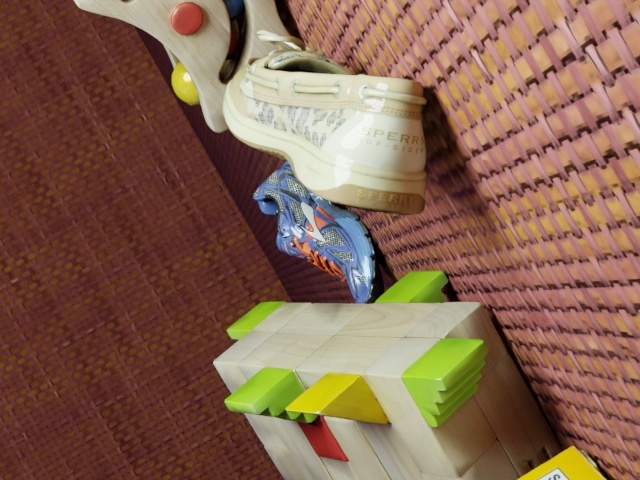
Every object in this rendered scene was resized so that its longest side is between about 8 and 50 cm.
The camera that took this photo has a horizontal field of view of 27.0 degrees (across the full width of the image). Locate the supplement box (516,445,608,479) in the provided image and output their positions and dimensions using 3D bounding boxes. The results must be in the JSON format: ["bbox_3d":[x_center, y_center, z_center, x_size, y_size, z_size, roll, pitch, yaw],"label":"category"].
[{"bbox_3d":[0.101,0.339,0.900,0.195,0.356,0.194,63,174,-24],"label":"supplement box"}]

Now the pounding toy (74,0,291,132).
[{"bbox_3d":[-0.115,-0.199,1.080,0.155,0.154,0.269,48,165,51],"label":"pounding toy"}]

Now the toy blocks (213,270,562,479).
[{"bbox_3d":[0.073,0.186,1.141,0.381,0.191,0.261,-4,120,57],"label":"toy blocks"}]

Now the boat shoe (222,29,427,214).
[{"bbox_3d":[0.007,-0.097,0.947,0.285,0.105,0.089,-140,58,-60],"label":"boat shoe"}]

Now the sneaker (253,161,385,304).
[{"bbox_3d":[0.000,0.000,1.443,0.221,0.087,0.083,56,173,39],"label":"sneaker"}]
